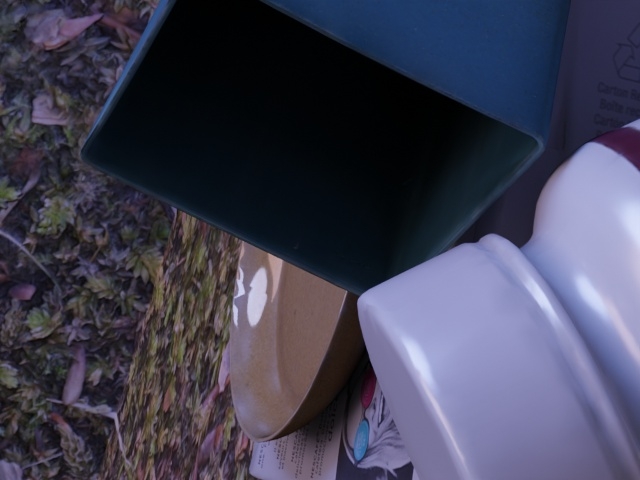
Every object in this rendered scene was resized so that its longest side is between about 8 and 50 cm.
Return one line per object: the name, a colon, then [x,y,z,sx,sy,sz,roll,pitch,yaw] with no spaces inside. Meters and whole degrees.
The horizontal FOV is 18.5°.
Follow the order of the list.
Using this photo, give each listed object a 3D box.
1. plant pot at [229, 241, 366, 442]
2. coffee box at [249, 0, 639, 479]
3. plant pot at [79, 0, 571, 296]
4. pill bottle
plant pot: [0.000,0.000,1.105,0.236,0.032,0.236,-167,90,-74]
coffee box: [0.188,0.014,1.127,0.334,0.338,0.338,176,105,-72]
plant pot: [0.022,-0.128,0.921,0.165,0.165,0.234,-50,17,54]
pill bottle: [0.230,0.027,0.830,0.224,0.392,0.224,155,90,-85]
